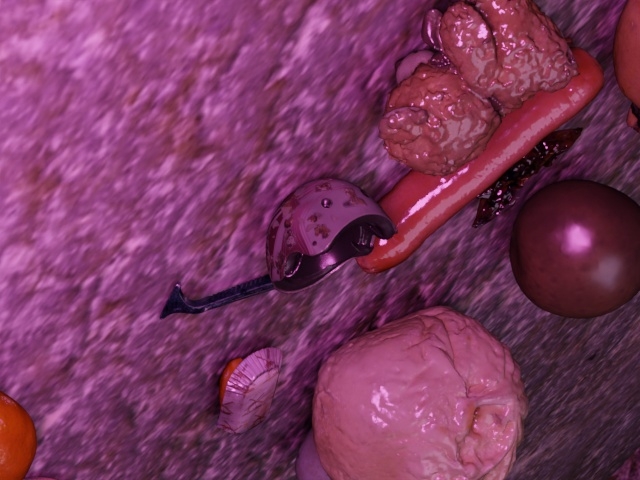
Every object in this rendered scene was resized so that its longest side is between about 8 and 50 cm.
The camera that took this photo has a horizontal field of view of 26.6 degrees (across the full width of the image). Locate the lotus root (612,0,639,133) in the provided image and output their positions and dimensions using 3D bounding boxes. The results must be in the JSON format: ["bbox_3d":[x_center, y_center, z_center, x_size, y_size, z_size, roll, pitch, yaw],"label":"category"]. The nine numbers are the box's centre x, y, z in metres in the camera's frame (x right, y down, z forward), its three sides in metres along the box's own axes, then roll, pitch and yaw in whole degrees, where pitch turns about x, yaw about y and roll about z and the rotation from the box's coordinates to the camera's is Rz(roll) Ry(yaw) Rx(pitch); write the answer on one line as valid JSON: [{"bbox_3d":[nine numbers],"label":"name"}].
[{"bbox_3d":[0.490,-0.255,1.862,0.182,0.183,0.310,-29,153,-18],"label":"lotus root"}]

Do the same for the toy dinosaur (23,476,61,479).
[{"bbox_3d":[-0.417,0.350,1.805,0.101,0.055,0.279,-60,151,-7],"label":"toy dinosaur"}]

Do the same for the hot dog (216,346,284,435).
[{"bbox_3d":[-0.107,0.221,1.985,0.108,0.059,0.191,-26,152,-26],"label":"hot dog"}]

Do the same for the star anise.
[{"bbox_3d":[0.287,-0.111,1.957,0.212,0.053,0.157,-37,154,2],"label":"star anise"}]

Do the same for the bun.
[{"bbox_3d":[0.170,0.272,2.101,0.352,0.227,0.349,38,76,-27],"label":"bun"}]

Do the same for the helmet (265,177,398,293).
[{"bbox_3d":[-0.003,-0.016,1.700,0.153,0.107,0.177,-17,165,-41],"label":"helmet"}]

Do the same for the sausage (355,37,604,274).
[{"bbox_3d":[0.205,-0.108,1.825,0.419,0.094,0.094,-41,123,5],"label":"sausage"}]

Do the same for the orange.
[{"bbox_3d":[-0.410,0.237,1.571,0.156,0.124,0.156,-13,141,-11],"label":"orange"}]

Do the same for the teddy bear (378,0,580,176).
[{"bbox_3d":[0.174,-0.186,1.600,0.256,0.156,0.267,-40,154,7],"label":"teddy bear"}]

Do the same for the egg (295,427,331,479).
[{"bbox_3d":[0.067,0.356,2.277,0.236,0.169,0.169,-26,151,-15],"label":"egg"}]

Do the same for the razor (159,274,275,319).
[{"bbox_3d":[-0.119,0.071,1.766,0.190,0.033,0.066,-11,143,-42],"label":"razor"}]

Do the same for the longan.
[{"bbox_3d":[0.408,0.010,2.134,0.246,0.215,0.246,1,126,1],"label":"longan"}]
